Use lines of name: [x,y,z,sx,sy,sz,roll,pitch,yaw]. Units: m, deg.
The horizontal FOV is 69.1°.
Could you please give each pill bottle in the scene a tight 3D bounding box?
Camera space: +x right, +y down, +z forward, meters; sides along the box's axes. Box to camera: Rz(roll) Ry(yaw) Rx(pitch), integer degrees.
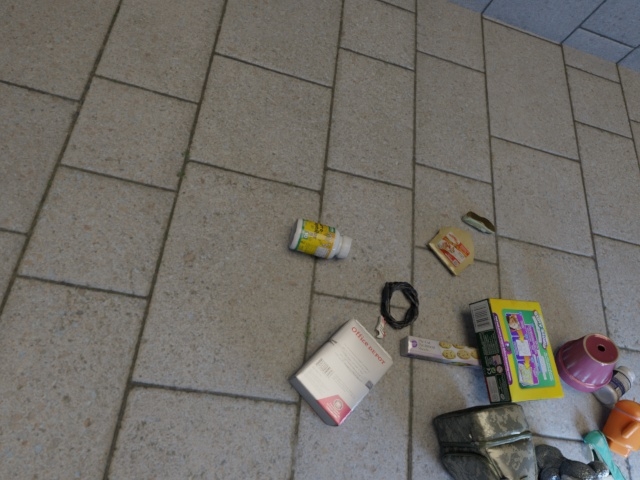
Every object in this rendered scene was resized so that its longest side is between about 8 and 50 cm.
pill bottle: [0.000,0.000,1.687,0.208,0.117,0.118,16,64,-11]
pill bottle: [1.177,0.572,1.859,0.169,0.094,0.094,-24,77,-26]

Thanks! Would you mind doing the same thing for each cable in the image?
cable: [0.298,0.243,1.733,0.150,0.047,0.185,13,62,-19]

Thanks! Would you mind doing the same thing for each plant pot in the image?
plant pot: [1.030,0.452,1.778,0.201,0.180,0.202,0,51,0]

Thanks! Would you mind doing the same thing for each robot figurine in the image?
robot figurine: [1.158,0.699,1.755,0.158,0.128,0.220,26,89,-29]

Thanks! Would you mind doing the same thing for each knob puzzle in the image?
knob puzzle: [0.550,0.028,1.910,0.213,0.030,0.213,7,66,-15]

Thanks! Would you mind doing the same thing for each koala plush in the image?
koala plush: [0.841,0.801,1.578,0.196,0.221,0.204,-9,71,-21]

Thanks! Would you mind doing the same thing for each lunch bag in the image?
lunch bag: [0.528,0.669,1.482,0.212,0.305,0.256,-5,69,-20]

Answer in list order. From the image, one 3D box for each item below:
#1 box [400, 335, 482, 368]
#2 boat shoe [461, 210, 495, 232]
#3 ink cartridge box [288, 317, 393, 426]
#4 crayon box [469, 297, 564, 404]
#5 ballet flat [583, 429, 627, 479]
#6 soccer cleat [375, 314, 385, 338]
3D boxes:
box: [0.451,0.411,1.698,0.323,0.063,0.067,14,62,-13]
boat shoe: [0.679,-0.071,1.992,0.152,0.048,0.056,25,50,-15]
ink cartridge box: [0.069,0.430,1.531,0.283,0.117,0.207,-40,85,-27]
crayon box: [0.729,0.408,1.733,0.312,0.106,0.363,9,65,-33]
ballet flat: [1.054,0.836,1.727,0.087,0.083,0.248,-23,76,0]
soccer cleat: [0.215,0.312,1.680,0.035,0.029,0.083,7,71,-20]
